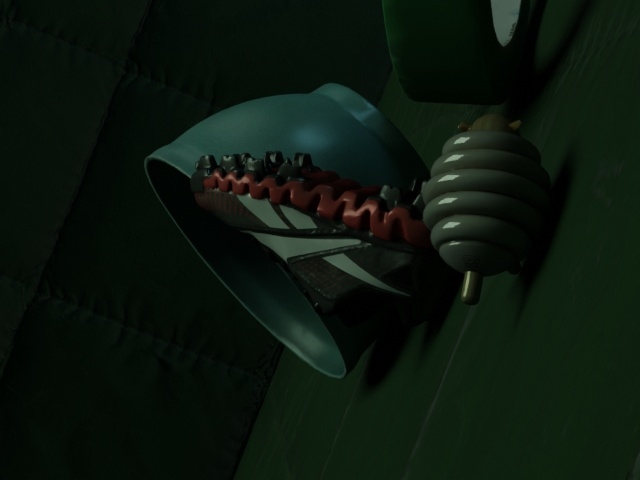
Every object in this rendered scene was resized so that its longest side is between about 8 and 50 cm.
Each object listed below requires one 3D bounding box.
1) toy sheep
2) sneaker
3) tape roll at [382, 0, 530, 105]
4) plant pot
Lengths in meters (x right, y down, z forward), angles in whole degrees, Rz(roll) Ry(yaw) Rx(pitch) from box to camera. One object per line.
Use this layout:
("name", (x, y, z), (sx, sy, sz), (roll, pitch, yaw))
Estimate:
("toy sheep", (0.106, -0.021, 0.948), (0.091, 0.091, 0.132), (119, 158, -68))
("sneaker", (0.000, 0.000, 1.262), (0.097, 0.276, 0.135), (-15, -64, -57))
("tape roll", (0.121, -0.273, 1.229), (0.321, 0.077, 0.321), (4, -90, -75))
("plant pot", (-0.007, -0.033, 1.496), (0.196, 0.293, 0.293), (-42, -4, -14))
